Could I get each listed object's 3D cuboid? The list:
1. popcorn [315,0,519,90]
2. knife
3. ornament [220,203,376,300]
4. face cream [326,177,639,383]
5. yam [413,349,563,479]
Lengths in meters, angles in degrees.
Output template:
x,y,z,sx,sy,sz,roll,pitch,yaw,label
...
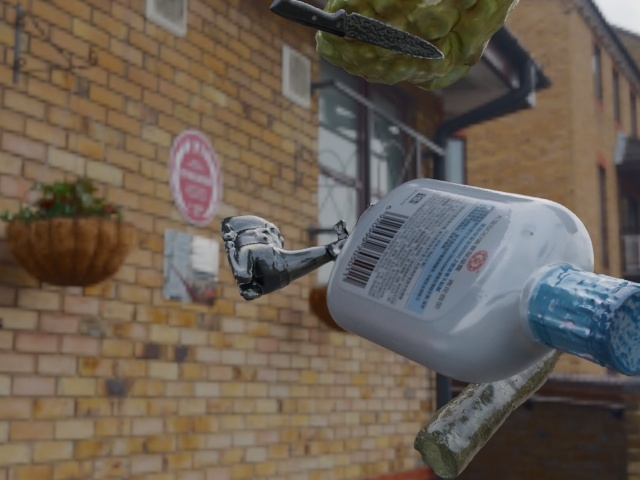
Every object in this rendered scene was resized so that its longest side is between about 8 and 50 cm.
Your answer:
x,y,z,sx,sy,sz,roll,pitch,yaw,label
0.129,-0.360,1.341,0.274,0.335,0.279,33,29,-4,popcorn
0.035,-0.176,0.857,0.170,0.023,0.010,12,11,-29,knife
0.000,0.000,1.286,0.236,0.080,0.202,-16,21,-5,ornament
0.131,0.034,0.807,0.080,0.163,0.337,41,-12,-28,face cream
0.188,0.152,1.065,0.061,0.061,0.253,-9,21,47,yam
